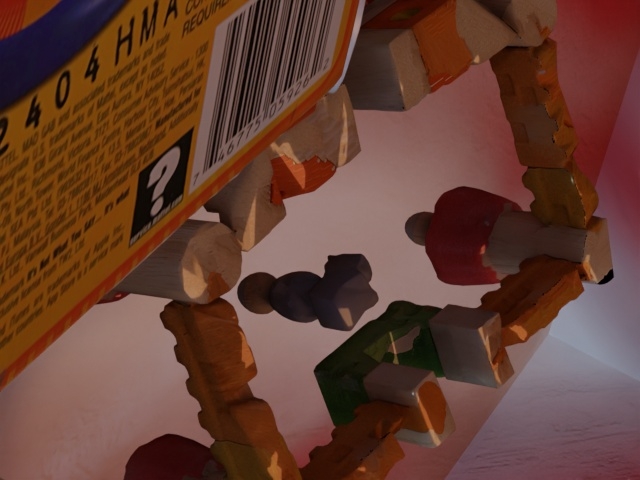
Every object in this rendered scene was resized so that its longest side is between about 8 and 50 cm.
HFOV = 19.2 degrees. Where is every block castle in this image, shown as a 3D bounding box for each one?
[{"bbox_3d":[0.000,0.000,1.415,0.453,0.213,0.303,-39,121,-36],"label":"block castle"}]

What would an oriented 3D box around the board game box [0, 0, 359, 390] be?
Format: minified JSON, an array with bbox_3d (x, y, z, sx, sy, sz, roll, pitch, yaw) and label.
[{"bbox_3d":[-0.198,-0.174,0.479,0.356,0.356,0.356,-45,157,-45],"label":"board game box"}]

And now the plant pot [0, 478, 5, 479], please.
[{"bbox_3d":[-0.222,0.294,1.355,0.228,0.227,0.207,-63,-165,0],"label":"plant pot"}]

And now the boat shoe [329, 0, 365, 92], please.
[{"bbox_3d":[-0.065,-0.192,1.268,0.367,0.156,0.136,-99,-157,-67],"label":"boat shoe"}]
